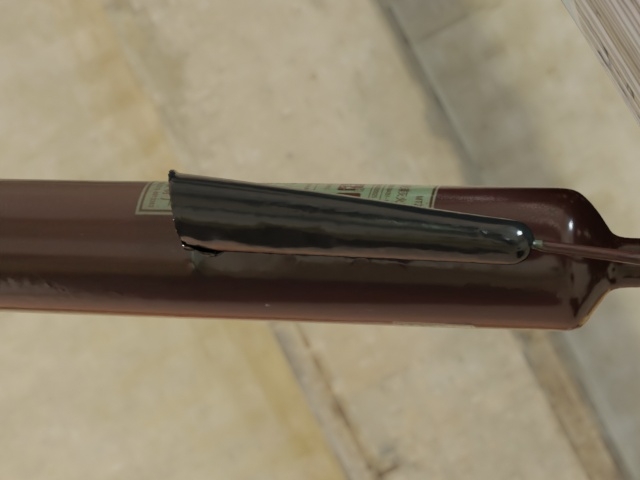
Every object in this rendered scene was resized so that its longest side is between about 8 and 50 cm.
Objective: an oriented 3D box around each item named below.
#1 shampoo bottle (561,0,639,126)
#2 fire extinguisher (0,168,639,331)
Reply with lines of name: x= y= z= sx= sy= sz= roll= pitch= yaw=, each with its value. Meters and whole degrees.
shampoo bottle: x=0.187 y=-0.165 z=0.477 sx=0.331 sy=0.342 sz=0.331 roll=-19 pitch=-29 yaw=-11
fire extinguisher: x=0.000 y=0.000 z=0.382 sx=0.173 sy=0.035 sz=0.049 roll=1 pitch=-41 yaw=11
